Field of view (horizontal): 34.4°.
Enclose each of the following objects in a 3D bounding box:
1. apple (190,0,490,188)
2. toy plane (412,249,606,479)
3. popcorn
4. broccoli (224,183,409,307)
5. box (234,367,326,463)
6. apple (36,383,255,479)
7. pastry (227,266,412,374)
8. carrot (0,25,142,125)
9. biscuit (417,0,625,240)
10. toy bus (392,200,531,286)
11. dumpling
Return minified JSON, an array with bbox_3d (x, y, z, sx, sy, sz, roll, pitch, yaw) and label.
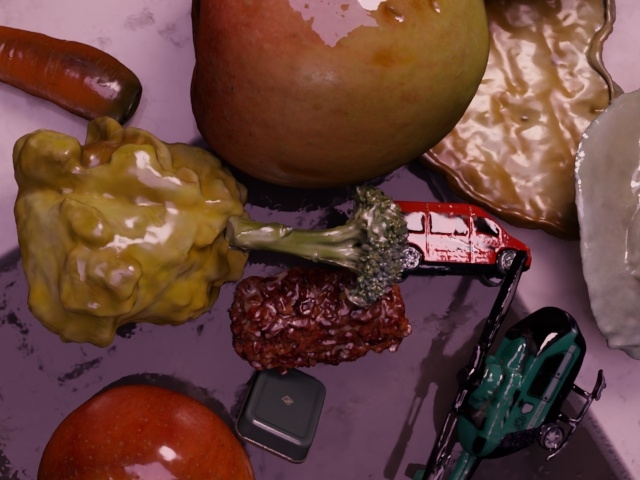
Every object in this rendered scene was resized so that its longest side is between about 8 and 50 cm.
[{"bbox_3d":[0.015,-0.227,1.118,0.305,0.338,0.338,0,87,-10],"label":"apple"},{"bbox_3d":[0.198,0.208,1.202,0.155,0.106,0.381,26,96,-29],"label":"toy plane"},{"bbox_3d":[-0.207,-0.015,1.146,0.250,0.235,0.241,-2,98,-40],"label":"popcorn"},{"bbox_3d":[-0.001,-0.001,1.109,0.204,0.118,0.122,2,105,-21],"label":"broccoli"},{"bbox_3d":[-0.043,0.193,1.192,0.091,0.126,0.031,26,122,-3],"label":"box"},{"bbox_3d":[-0.185,0.258,1.138,0.235,0.173,0.210,29,127,-15],"label":"apple"},{"bbox_3d":[-0.002,0.087,1.205,0.209,0.115,0.097,-8,49,-5],"label":"pastry"},{"bbox_3d":[-0.304,-0.198,1.206,0.193,0.087,0.087,25,84,-1],"label":"carrot"},{"bbox_3d":[0.271,-0.180,1.273,0.329,0.078,0.335,39,83,0],"label":"biscuit"},{"bbox_3d":[0.155,0.004,1.246,0.195,0.081,0.089,3,77,-5],"label":"toy bus"},{"bbox_3d":[0.435,-0.049,1.185,0.212,0.270,0.320,-3,49,32],"label":"dumpling"}]
